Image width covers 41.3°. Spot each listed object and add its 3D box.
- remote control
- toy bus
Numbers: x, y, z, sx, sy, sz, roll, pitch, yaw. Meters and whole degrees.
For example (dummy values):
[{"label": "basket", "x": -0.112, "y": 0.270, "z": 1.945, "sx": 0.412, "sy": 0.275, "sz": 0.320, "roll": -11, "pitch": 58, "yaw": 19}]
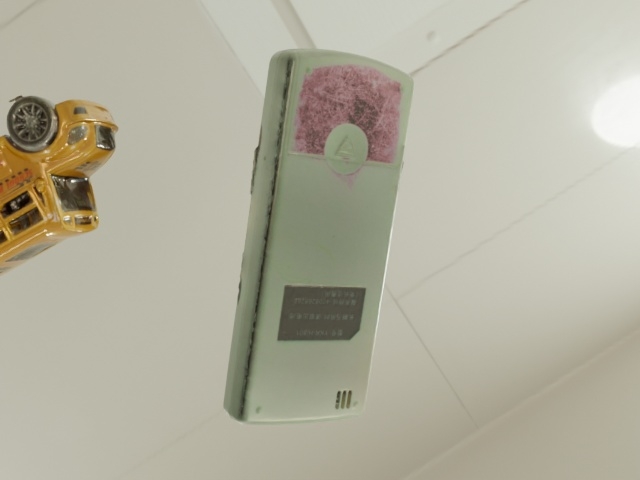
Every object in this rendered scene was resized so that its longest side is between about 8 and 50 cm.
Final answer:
[{"label": "remote control", "x": 0.000, "y": 0.000, "z": 0.786, "sx": 0.050, "sy": 0.145, "sz": 0.344, "roll": 17, "pitch": -80, "yaw": 56}, {"label": "toy bus", "x": -0.185, "y": -0.019, "z": 0.484, "sx": 0.162, "sy": 0.074, "sz": 0.069, "roll": -28, "pitch": 178, "yaw": 8}]
